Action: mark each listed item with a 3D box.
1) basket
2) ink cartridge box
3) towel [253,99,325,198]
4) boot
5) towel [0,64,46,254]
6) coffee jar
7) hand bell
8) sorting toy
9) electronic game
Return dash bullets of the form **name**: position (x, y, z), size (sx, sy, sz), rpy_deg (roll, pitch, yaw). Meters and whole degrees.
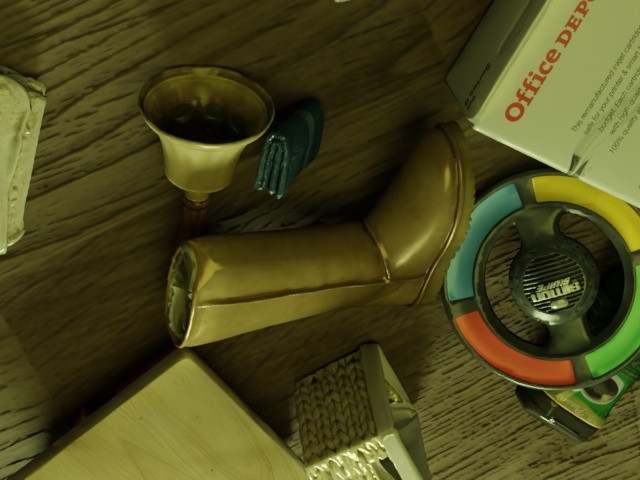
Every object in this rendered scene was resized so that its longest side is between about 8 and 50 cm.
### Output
- **basket**: position (0.042, 0.202, 1.857), size (0.103, 0.167, 0.113), rpy_deg (-24, 119, 9)
- **ink cartridge box**: position (0.298, -0.160, 1.742), size (0.289, 0.121, 0.211), rpy_deg (24, 110, -21)
- **towel**: position (-0.025, -0.088, 1.719), size (0.029, 0.119, 0.067), rpy_deg (19, 115, 13)
- **boot**: position (0.000, 0.000, 1.736), size (0.270, 0.089, 0.236), rpy_deg (-7, 132, -21)
- **towel**: position (-0.402, -0.087, 1.681), size (0.282, 0.049, 0.187), rpy_deg (7, 115, -15)
- **coffee jar**: position (0.292, 0.122, 1.911), size (0.096, 0.079, 0.184), rpy_deg (34, 105, -23)
- **hand bell**: position (-0.118, -0.033, 1.753), size (0.126, 0.126, 0.242), rpy_deg (-1, 130, -11)
- **sorting toy**: position (-0.160, 0.250, 1.881), size (0.255, 0.089, 0.257), rpy_deg (-37, 118, 9)
- **electronic game**: position (0.234, 0.040, 1.833), size (0.229, 0.048, 0.229), rpy_deg (2, 101, 9)
